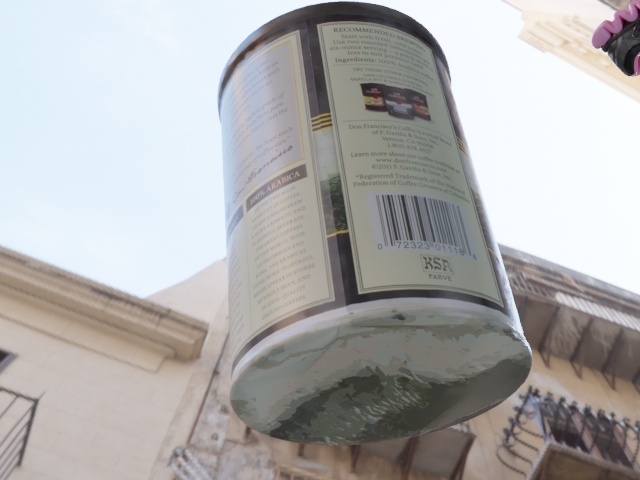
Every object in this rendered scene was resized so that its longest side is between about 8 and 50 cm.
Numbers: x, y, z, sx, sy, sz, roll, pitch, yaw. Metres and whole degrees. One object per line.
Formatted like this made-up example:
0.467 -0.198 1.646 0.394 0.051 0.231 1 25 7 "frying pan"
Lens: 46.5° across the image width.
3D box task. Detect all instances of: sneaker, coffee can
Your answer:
0.268 -0.170 0.562 0.119 0.047 0.057 -39 -108 36 "sneaker"
0.025 -0.012 0.566 0.201 0.275 0.202 -5 -35 -3 "coffee can"
